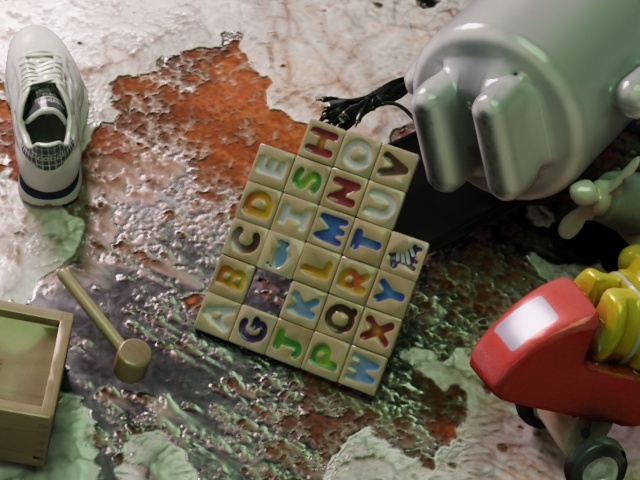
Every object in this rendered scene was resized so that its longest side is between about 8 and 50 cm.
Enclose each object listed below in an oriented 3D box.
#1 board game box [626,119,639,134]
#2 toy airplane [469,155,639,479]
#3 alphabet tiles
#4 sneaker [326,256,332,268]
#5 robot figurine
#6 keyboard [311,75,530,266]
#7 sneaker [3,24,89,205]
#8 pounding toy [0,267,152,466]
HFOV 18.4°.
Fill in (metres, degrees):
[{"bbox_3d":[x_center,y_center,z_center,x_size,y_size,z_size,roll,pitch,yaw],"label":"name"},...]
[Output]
[{"bbox_3d":[0.334,-0.209,2.187,0.243,0.042,0.165,28,57,17],"label":"board game box"},{"bbox_3d":[0.376,0.061,1.844,0.386,0.272,0.384,13,33,24],"label":"toy airplane"},{"bbox_3d":[0.004,0.009,1.947,0.198,0.009,0.237,20,89,16],"label":"alphabet tiles"},{"bbox_3d":[0.000,0.000,2.011,0.068,0.071,0.170,-7,65,-43],"label":"sneaker"},{"bbox_3d":[0.229,-0.177,2.000,0.300,0.200,0.353,13,40,34],"label":"robot figurine"},{"bbox_3d":[0.115,-0.094,2.054,0.317,0.033,0.201,-26,73,-34],"label":"keyboard"},{"bbox_3d":[-0.288,-0.151,2.085,0.090,0.095,0.235,-9,53,-7],"label":"sneaker"},{"bbox_3d":[-0.269,0.120,1.891,0.206,0.094,0.181,11,48,-6],"label":"pounding toy"}]
